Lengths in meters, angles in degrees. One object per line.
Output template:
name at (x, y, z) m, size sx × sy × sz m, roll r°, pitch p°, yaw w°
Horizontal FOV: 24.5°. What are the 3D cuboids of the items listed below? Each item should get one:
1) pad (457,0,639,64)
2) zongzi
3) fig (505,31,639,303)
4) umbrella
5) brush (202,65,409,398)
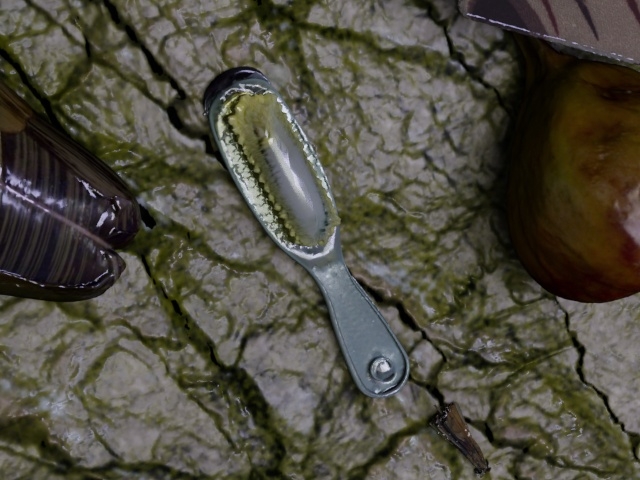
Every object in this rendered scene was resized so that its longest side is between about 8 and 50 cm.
pad at (0.220, -0.297, 1.139) m, size 0.220 × 0.004 × 0.330 m, roll 11°, pitch 75°, yaw -17°
zongzi at (-0.256, -0.127, 1.022) m, size 0.289 × 0.154 × 0.318 m, roll 10°, pitch 90°, yaw -25°
fig at (0.224, -0.097, 1.151) m, size 0.190 × 0.190 × 0.290 m, roll -4°, pitch 86°, yaw -15°
umbrella at (0.117, 0.165, 1.233) m, size 0.083 × 0.020 × 0.031 m, roll 50°, pitch 44°, yaw -17°
brush at (0.000, 0.000, 1.152) m, size 0.068 × 0.060 × 0.297 m, roll -32°, pitch 105°, yaw -12°
